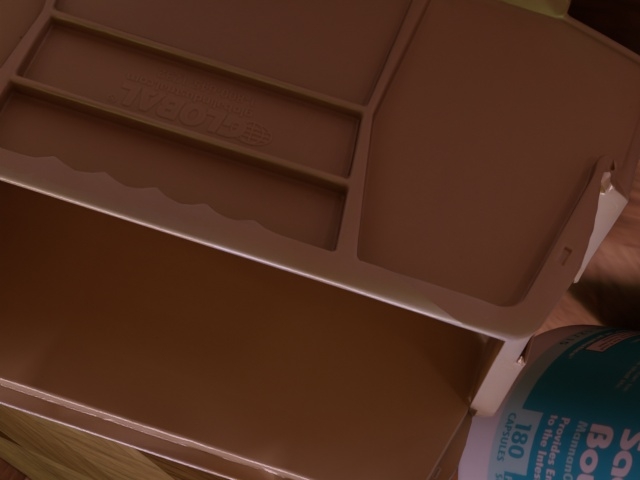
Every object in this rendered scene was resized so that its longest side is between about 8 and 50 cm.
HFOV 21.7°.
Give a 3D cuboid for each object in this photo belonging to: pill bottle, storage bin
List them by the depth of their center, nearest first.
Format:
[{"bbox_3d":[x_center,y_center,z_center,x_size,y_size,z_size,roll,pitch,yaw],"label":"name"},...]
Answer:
[{"bbox_3d":[-0.039,-0.005,0.623,0.260,0.123,0.262,18,157,3],"label":"storage bin"},{"bbox_3d":[0.193,0.118,0.742,0.146,0.146,0.264,40,161,-28],"label":"pill bottle"}]
